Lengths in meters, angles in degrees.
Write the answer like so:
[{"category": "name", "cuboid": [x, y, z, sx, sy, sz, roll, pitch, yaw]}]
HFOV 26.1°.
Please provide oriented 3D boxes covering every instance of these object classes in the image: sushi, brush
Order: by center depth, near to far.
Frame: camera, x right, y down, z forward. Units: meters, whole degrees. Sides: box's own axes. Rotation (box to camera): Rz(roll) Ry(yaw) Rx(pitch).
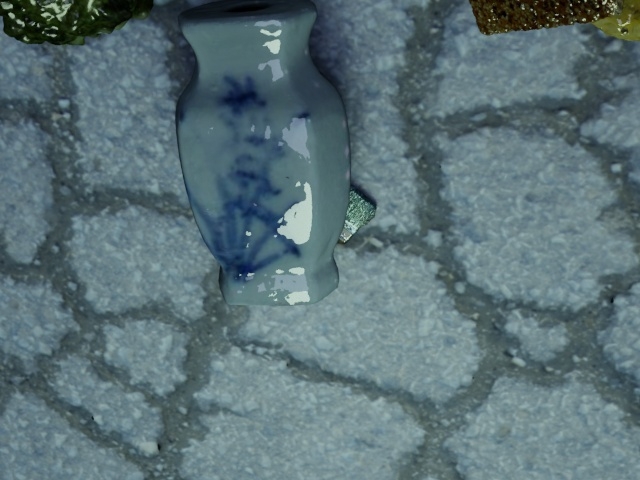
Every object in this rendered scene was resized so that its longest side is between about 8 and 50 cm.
[{"category": "sushi", "cuboid": [-0.321, -0.400, 1.725, 0.178, 0.352, 0.294, -16, 116, 16]}, {"category": "brush", "cuboid": [0.000, 0.000, 2.006, 0.070, 0.021, 0.196, 40, 115, -8]}]

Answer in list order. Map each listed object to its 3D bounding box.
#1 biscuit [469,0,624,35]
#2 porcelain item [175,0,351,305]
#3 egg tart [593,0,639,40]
[{"category": "biscuit", "cuboid": [0.270, -0.330, 1.747, 0.236, 0.026, 0.131, 2, 121, 51]}, {"category": "porcelain item", "cuboid": [-0.076, -0.119, 1.881, 0.242, 0.178, 0.405, -1, 112, 13]}, {"category": "egg tart", "cuboid": [0.369, -0.375, 1.698, 0.288, 0.118, 0.288, 36, 155, 20]}]
